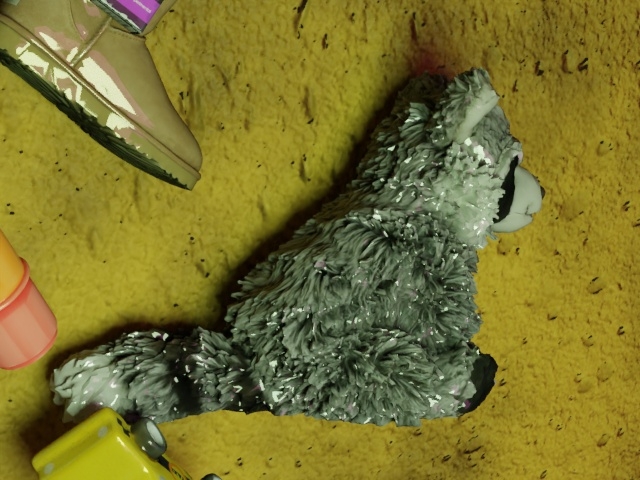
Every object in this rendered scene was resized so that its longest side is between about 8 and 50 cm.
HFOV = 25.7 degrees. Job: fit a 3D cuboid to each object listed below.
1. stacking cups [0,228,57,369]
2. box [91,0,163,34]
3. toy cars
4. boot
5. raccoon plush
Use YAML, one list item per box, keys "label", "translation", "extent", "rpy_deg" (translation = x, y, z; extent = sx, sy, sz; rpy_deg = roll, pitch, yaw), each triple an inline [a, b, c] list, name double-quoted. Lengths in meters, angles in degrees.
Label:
- label: "stacking cups"
  translation: [-0.299, -0.026, 1.039]
  extent: [0.096, 0.096, 0.316]
  rpy_deg: [-38, 126, -21]
- label: "box"
  translation: [-0.135, -0.252, 1.037]
  extent: [0.116, 0.029, 0.162]
  rpy_deg: [37, 83, -24]
- label: "toy cars"
  translation: [-0.157, 0.310, 1.195]
  extent: [0.176, 0.087, 0.394]
  rpy_deg: [-2, 126, -16]
- label: "boot"
  translation: [-0.114, -0.204, 1.116]
  extent: [0.236, 0.089, 0.270]
  rpy_deg: [41, 78, -39]
- label: "raccoon plush"
  translation: [0.000, 0.000, 1.208]
  extent: [0.446, 0.216, 0.299]
  rpy_deg: [-5, 101, -35]
